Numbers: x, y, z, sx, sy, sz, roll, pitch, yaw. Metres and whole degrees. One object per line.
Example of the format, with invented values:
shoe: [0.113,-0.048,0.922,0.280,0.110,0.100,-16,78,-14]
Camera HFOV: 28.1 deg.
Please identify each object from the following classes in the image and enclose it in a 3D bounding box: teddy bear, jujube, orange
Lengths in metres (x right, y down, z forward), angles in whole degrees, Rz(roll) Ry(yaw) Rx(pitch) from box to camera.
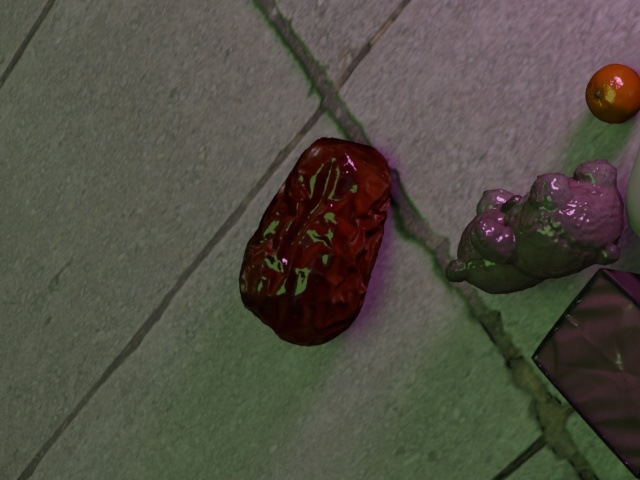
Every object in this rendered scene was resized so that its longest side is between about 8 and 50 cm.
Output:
teddy bear: [0.301,-0.012,1.776,0.267,0.236,0.151,-18,87,59]
jujube: [0.000,0.000,2.067,0.216,0.216,0.342,26,96,37]
orange: [0.407,-0.204,1.773,0.083,0.083,0.084,3,94,40]

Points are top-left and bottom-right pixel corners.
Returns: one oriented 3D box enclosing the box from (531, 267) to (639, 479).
box: [0.437,0.179,1.700,0.188,0.153,0.252,-57,49,26]

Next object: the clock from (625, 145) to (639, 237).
clock: [0.552,-0.119,1.636,0.265,0.108,0.324,24,107,38]
